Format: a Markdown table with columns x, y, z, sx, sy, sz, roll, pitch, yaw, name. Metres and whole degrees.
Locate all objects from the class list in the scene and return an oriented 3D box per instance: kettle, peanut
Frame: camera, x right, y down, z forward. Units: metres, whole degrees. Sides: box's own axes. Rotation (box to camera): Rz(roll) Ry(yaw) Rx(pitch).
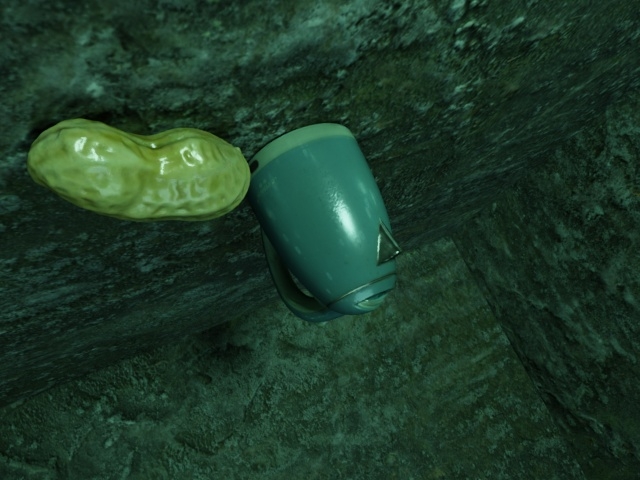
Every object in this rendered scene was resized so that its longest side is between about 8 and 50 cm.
| x | y | z | sx | sy | sz | roll | pitch | yaw | name |
| --- | --- | --- | --- | --- | --- | --- | --- | --- | --- |
| 0.000 | 0.000 | 0.900 | 0.247 | 0.342 | 0.319 | -9 | 159 | -47 | kettle |
| -0.235 | -0.096 | 0.633 | 0.305 | 0.147 | 0.147 | -6 | 156 | -39 | peanut |
